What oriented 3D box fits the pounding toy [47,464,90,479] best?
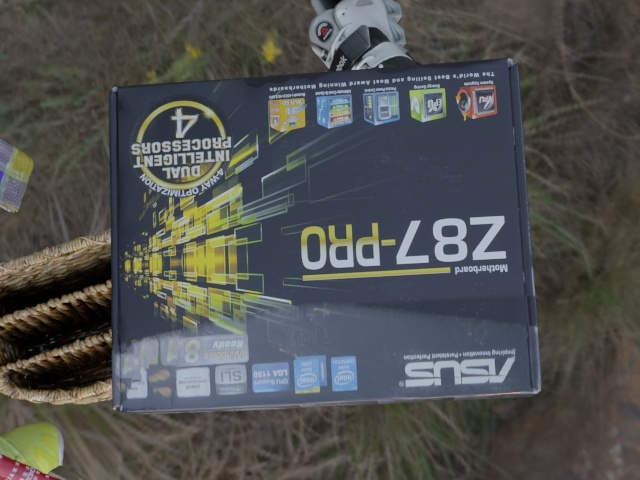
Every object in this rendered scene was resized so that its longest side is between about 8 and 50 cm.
[{"bbox_3d":[-0.320,0.391,1.627,0.141,0.100,0.130,27,86,0],"label":"pounding toy"}]

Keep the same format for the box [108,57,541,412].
[{"bbox_3d":[0.000,0.000,1.162,0.395,0.097,0.318,-2,81,5],"label":"box"}]

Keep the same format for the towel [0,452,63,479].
[{"bbox_3d":[-0.328,0.210,1.059,0.275,0.031,0.199,28,140,-17],"label":"towel"}]

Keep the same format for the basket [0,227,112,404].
[{"bbox_3d":[-0.382,0.138,1.899,0.299,0.213,0.223,-17,162,8],"label":"basket"}]

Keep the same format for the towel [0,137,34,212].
[{"bbox_3d":[-0.311,-0.067,1.188,0.083,0.009,0.060,44,61,-63],"label":"towel"}]

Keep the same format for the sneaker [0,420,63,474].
[{"bbox_3d":[-0.551,0.386,1.933,0.385,0.145,0.147,-34,146,-49],"label":"sneaker"}]

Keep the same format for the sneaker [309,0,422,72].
[{"bbox_3d":[0.052,-0.255,1.722,0.146,0.330,0.122,17,124,-26],"label":"sneaker"}]
